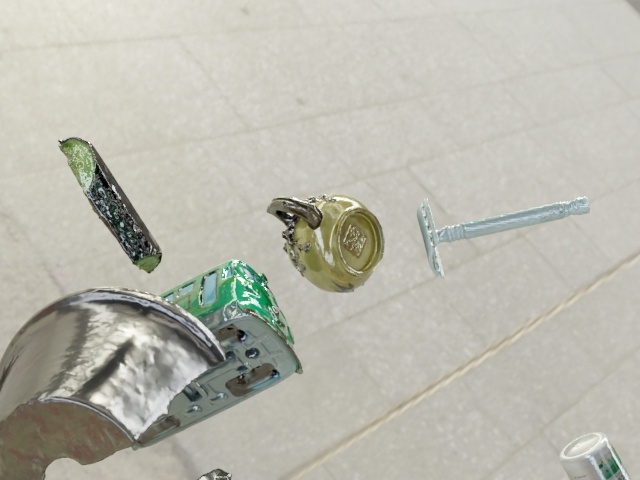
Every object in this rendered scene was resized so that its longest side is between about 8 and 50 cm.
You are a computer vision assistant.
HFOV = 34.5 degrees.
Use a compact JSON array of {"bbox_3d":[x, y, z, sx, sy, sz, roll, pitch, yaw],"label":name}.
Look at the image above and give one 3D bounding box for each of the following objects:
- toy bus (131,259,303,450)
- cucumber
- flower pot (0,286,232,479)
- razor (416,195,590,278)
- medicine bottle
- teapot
[{"bbox_3d":[-0.212,0.177,1.684,0.184,0.343,0.199,56,14,-36],"label":"toy bus"},{"bbox_3d":[-0.277,-0.044,1.365,0.220,0.046,0.070,57,6,-14],"label":"cucumber"},{"bbox_3d":[-0.311,0.273,1.378,0.379,0.379,0.251,40,14,-3],"label":"flower pot"},{"bbox_3d":[0.254,-0.022,1.419,0.231,0.068,0.106,-11,38,4],"label":"razor"},{"bbox_3d":[0.414,0.355,1.510,0.130,0.080,0.080,59,36,-5],"label":"medicine bottle"},{"bbox_3d":[0.000,0.000,1.821,0.269,0.182,0.173,36,65,-35],"label":"teapot"}]
